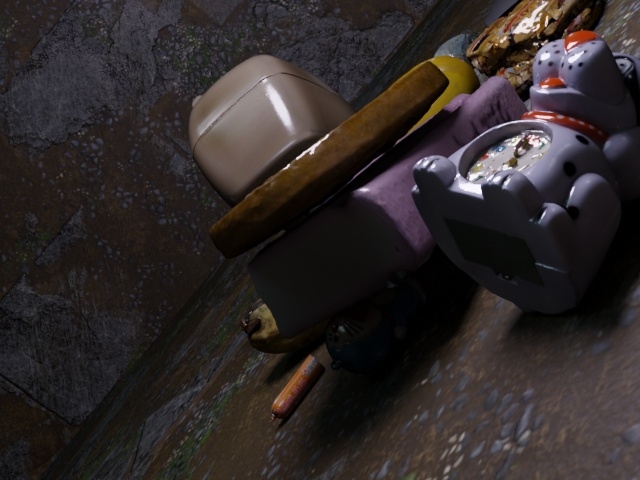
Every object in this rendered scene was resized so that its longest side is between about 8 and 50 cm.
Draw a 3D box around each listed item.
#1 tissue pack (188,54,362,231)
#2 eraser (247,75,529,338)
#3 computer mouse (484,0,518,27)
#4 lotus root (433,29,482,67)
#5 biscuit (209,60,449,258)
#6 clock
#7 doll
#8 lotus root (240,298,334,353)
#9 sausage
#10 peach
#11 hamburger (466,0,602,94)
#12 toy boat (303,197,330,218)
[{"bbox_3d":[-0.059,-0.177,1.726,0.267,0.277,0.387,-39,-29,19],"label":"tissue pack"},{"bbox_3d":[0.093,-0.049,1.176,0.272,0.122,0.359,-30,7,46],"label":"eraser"},{"bbox_3d":[0.391,-0.479,1.884,0.120,0.057,0.232,-47,11,18],"label":"computer mouse"},{"bbox_3d":[0.298,-0.397,1.944,0.165,0.088,0.088,-45,6,-29],"label":"lotus root"},{"bbox_3d":[0.007,-0.090,1.142,0.367,0.063,0.314,-41,3,-36],"label":"biscuit"},{"bbox_3d":[0.232,-0.079,0.846,0.254,0.189,0.189,-47,9,-14],"label":"clock"},{"bbox_3d":[0.063,0.105,1.121,0.152,0.085,0.114,-43,27,-23],"label":"doll"},{"bbox_3d":[-0.023,0.109,1.455,0.258,0.097,0.110,-31,55,38],"label":"lotus root"},{"bbox_3d":[-0.036,0.213,1.307,0.107,0.031,0.031,-52,10,-12],"label":"sausage"},{"bbox_3d":[0.176,-0.212,1.603,0.251,0.153,0.251,-57,8,12],"label":"peach"},{"bbox_3d":[0.338,-0.329,1.443,0.231,0.107,0.231,-43,6,6],"label":"hamburger"},{"bbox_3d":[0.004,0.007,1.617,0.141,0.141,0.269,-42,25,40],"label":"toy boat"}]
